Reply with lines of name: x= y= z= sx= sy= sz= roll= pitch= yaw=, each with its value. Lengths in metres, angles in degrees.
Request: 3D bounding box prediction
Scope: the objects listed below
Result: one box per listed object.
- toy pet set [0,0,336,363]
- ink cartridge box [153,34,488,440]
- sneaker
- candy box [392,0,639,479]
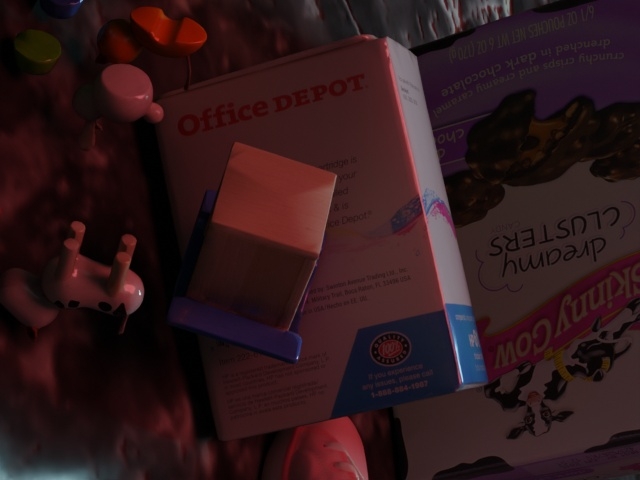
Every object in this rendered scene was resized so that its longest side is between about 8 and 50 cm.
toy pet set: x=-0.054 y=-0.009 z=0.571 sx=0.122 sy=0.114 sz=0.065 roll=-77 pitch=-173 yaw=-46
ink cartridge box: x=0.000 y=0.000 z=0.623 sx=0.052 sy=0.089 sz=0.122 roll=5 pitch=72 yaw=-72
sneaker: x=0.014 y=0.105 z=0.622 sx=0.051 sy=0.070 sz=0.134 roll=58 pitch=29 yaw=-28
candy box: x=0.110 y=0.001 z=0.765 sx=0.070 sy=0.165 sz=0.196 roll=28 pitch=51 yaw=-57
